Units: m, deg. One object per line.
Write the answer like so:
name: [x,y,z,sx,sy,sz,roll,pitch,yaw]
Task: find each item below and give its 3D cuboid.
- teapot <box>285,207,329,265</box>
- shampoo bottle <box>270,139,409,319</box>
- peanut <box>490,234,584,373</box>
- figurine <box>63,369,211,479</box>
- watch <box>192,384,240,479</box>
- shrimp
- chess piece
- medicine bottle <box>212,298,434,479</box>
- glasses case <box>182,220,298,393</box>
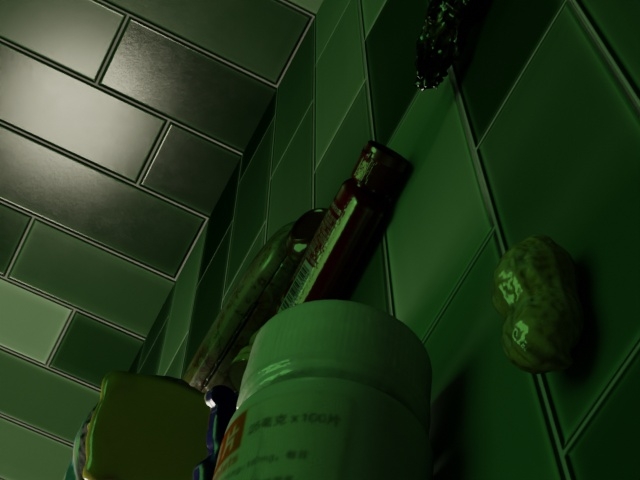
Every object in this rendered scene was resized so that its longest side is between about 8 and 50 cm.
teapot: [0.000,0.000,2.171,0.098,0.078,0.129,-5,38,30]
shampoo bottle: [0.027,0.007,1.997,0.314,0.076,0.118,-62,11,12]
peanut: [0.184,0.055,1.175,0.080,0.080,0.174,-59,12,29]
figurine: [-0.303,0.415,2.206,0.361,0.266,0.378,-62,4,-29]
watch: [-0.038,0.248,1.628,0.200,0.171,0.196,-30,47,52]
shrimp: [0.229,-0.371,1.926,0.233,0.071,0.365,-32,29,61]
chess piece: [-0.067,0.154,2.146,0.090,0.090,0.200,-54,5,45]
medicine bottle: [-0.001,0.245,1.283,0.211,0.211,0.371,-56,15,37]
glasses case: [-0.127,0.142,2.332,0.425,0.098,0.156,-58,-1,32]
